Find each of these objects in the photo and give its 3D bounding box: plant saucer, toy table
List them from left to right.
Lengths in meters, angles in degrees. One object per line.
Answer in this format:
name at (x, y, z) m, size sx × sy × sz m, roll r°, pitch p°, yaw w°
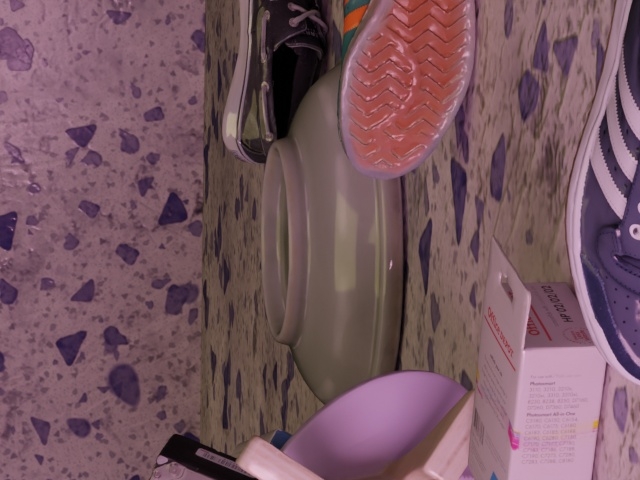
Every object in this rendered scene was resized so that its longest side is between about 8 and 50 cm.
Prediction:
plant saucer at (0.000, 0.000, 2.054) m, size 0.400 × 0.101 × 0.400 m, roll 180°, pitch 90°, yaw -81°
toy table at (0.041, 0.226, 1.485) m, size 0.161 × 0.252 × 0.274 m, roll 162°, pitch 131°, yaw -83°

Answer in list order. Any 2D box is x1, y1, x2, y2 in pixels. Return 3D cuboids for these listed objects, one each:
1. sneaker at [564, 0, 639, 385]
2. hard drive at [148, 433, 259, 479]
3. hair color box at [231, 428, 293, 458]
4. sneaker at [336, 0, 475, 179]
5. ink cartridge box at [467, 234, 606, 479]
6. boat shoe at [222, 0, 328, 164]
sneaker at (0.191, -0.046, 0.958) m, size 0.153 × 0.099 × 0.282 m, roll -119°, pitch 33°, yaw -74°
hard drive at (-0.101, 0.392, 2.060) m, size 0.064 × 0.237 × 0.339 m, roll -55°, pitch -14°, yaw -64°
hair color box at (-0.071, 0.322, 2.269) m, size 0.174 × 0.105 × 0.347 m, roll -61°, pitch 4°, yaw -12°
sneaker at (0.071, -0.205, 1.642) m, size 0.121 × 0.108 × 0.302 m, roll -121°, pitch 40°, yaw -72°
ink cartridge box at (0.146, 0.096, 1.326) m, size 0.104 × 0.062 × 0.181 m, roll -113°, pitch 24°, yaw -64°
boat shoe at (-0.038, -0.236, 2.282) m, size 0.102 × 0.108 × 0.301 m, roll 7°, pitch 85°, yaw 48°
